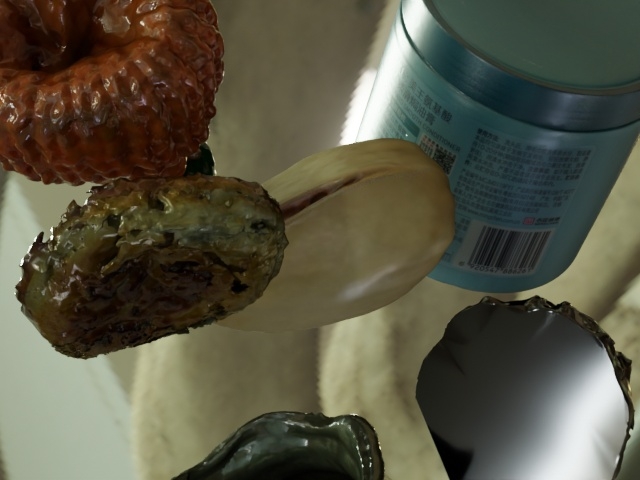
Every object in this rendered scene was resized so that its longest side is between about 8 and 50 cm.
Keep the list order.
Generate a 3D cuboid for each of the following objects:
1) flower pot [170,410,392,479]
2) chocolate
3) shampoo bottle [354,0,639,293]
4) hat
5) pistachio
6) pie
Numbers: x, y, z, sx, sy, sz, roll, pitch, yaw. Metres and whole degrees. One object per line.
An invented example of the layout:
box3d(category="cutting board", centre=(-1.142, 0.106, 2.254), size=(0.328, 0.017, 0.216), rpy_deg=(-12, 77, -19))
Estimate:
box3d(category="flower pot", centre=(-0.030, 0.327, 1.767), size=(0.213, 0.302, 0.302), rpy_deg=(62, -160, -26))
box3d(category="chocolate", centre=(0.232, 0.150, 1.784), size=(0.177, 0.206, 0.224), rpy_deg=(-11, -104, -61))
box3d(category="shampoo bottle", centre=(0.225, -0.157, 2.251), size=(0.331, 0.343, 0.331), rpy_deg=(11, -139, -10))
box3d(category="hat", centre=(-0.234, -0.163, 1.939), size=(0.285, 0.285, 0.400), rpy_deg=(53, 173, 13))
box3d(category="pistachio", centre=(0.000, 0.000, 2.055), size=(0.214, 0.318, 0.193), rpy_deg=(66, -179, -63))
box3d(category="pie", centre=(-0.162, 0.029, 1.818), size=(0.308, 0.308, 0.085), rpy_deg=(14, -131, -45))
